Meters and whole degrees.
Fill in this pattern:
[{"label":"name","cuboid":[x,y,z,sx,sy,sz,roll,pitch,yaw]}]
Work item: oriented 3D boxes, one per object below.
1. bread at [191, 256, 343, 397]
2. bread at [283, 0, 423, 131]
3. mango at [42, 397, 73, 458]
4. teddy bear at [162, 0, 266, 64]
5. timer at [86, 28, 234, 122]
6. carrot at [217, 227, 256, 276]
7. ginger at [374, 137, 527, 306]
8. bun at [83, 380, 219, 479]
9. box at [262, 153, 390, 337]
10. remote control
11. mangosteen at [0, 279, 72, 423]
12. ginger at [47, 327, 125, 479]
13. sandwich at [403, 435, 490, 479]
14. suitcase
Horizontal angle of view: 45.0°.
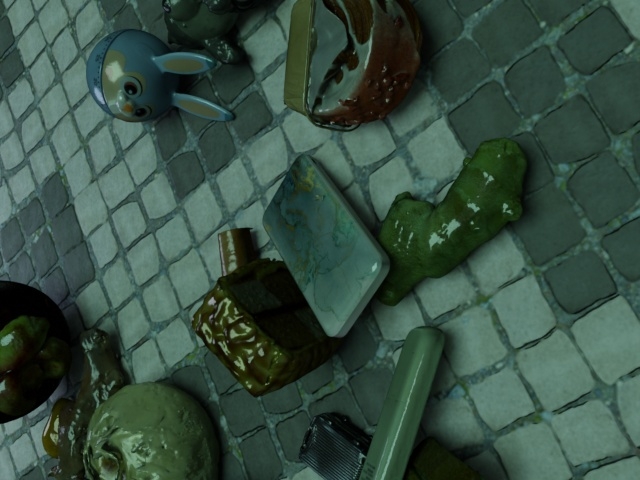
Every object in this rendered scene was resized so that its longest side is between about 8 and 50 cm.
[{"label":"bread","cuboid":[-0.072,0.118,1.095,0.181,0.222,0.096,42,113,15]},{"label":"bread","cuboid":[0.045,-0.268,1.100,0.212,0.142,0.224,7,92,50]},{"label":"mango","cuboid":[-0.492,0.359,1.478,0.080,0.060,0.114,2,82,31]},{"label":"teddy bear","cuboid":[-0.167,-0.382,1.245,0.171,0.144,0.251,49,116,19]},{"label":"timer","cuboid":[-0.291,-0.260,1.308,0.255,0.175,0.175,37,108,35]},{"label":"carrot","cuboid":[-0.121,0.093,1.232,0.067,0.067,0.225,-16,77,33]},{"label":"ginger","cuboid":[0.154,-0.024,1.035,0.290,0.089,0.137,-35,42,34]},{"label":"bun","cuboid":[-0.294,0.363,1.287,0.259,0.152,0.259,-4,84,37]},{"label":"box","cuboid":[0.000,0.000,1.117,0.142,0.044,0.285,-59,40,23]},{"label":"remote control","cuboid":[0.096,0.259,1.022,0.090,0.038,0.309,156,135,-75]},{"label":"mangosteen","cuboid":[-0.594,0.209,1.427,0.288,0.288,0.288,-2,86,35]},{"label":"ginger","cuboid":[-0.425,0.306,1.415,0.122,0.084,0.290,9,84,45]},{"label":"sandwich","cuboid":[0.182,0.339,0.983,0.109,0.160,0.185,-52,16,0]},{"label":"suitcase","cuboid":[0.033,0.310,1.116,0.126,0.059,0.086,29,103,35]}]
